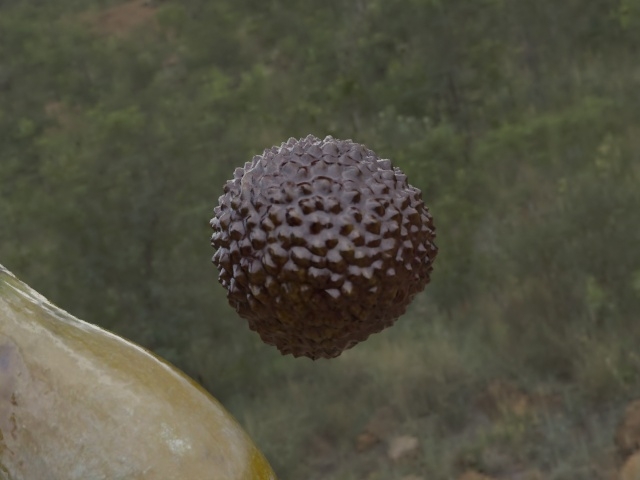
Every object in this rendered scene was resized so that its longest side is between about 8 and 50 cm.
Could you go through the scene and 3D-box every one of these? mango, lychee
[{"bbox_3d":[-0.145,0.138,0.816,0.193,0.316,0.146,-44,0,29],"label":"mango"},{"bbox_3d":[0.000,0.000,1.126,0.188,0.188,0.188,-16,14,4],"label":"lychee"}]
